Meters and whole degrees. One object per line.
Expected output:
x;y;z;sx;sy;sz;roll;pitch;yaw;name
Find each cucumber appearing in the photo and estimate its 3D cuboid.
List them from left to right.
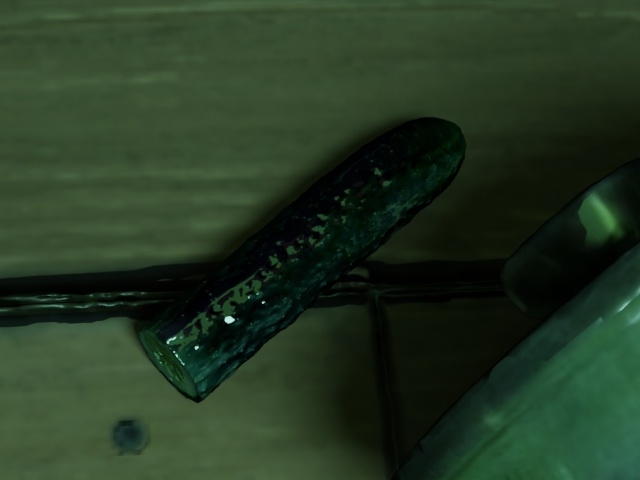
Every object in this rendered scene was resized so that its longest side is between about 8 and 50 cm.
0.000;0.000;0.596;0.133;0.032;0.032;-39;77;-20;cucumber

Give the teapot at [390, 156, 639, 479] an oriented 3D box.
0.164;0.118;0.451;0.200;0.270;0.337;-42;76;11;teapot
